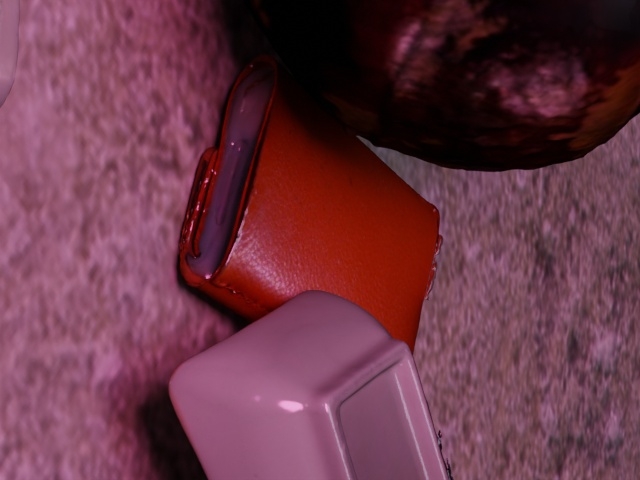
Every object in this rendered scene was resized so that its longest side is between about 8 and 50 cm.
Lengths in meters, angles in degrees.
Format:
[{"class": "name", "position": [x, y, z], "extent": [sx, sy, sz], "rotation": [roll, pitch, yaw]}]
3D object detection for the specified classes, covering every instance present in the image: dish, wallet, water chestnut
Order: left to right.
[{"class": "wallet", "position": [0.000, 0.000, 0.956], "extent": [0.204, 0.045, 0.142], "rotation": [39, 60, -49]}, {"class": "dish", "position": [0.016, 0.139, 0.847], "extent": [0.151, 0.077, 0.212], "rotation": [-29, 106, -54]}, {"class": "water chestnut", "position": [0.055, -0.210, 0.863], "extent": [0.335, 0.347, 0.335], "rotation": [-171, -90, -87]}]

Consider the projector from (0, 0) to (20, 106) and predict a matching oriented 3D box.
[{"class": "projector", "position": [-0.208, -0.176, 0.584], "extent": [0.198, 0.108, 0.250], "rotation": [12, 78, -56]}]
